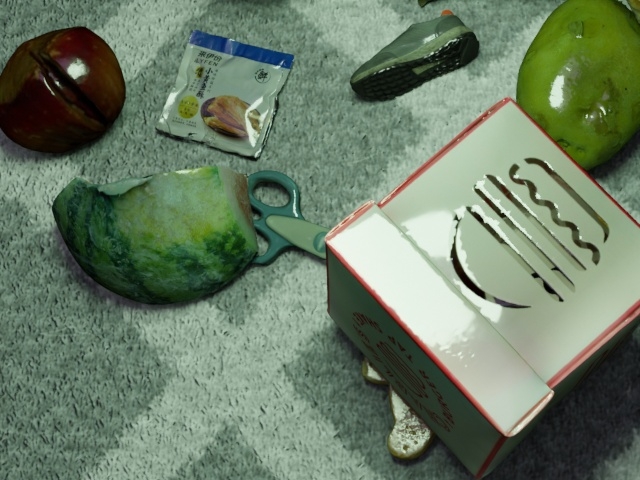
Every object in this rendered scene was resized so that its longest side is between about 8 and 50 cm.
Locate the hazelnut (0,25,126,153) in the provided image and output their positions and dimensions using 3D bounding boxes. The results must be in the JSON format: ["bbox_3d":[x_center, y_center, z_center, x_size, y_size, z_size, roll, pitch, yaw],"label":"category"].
[{"bbox_3d":[-0.385,-0.218,1.935,0.204,0.178,0.178,-42,70,2],"label":"hazelnut"}]

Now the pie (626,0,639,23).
[{"bbox_3d":[0.539,-0.393,1.752,0.315,0.092,0.315,0,82,3],"label":"pie"}]

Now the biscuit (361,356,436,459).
[{"bbox_3d":[0.133,0.170,1.775,0.153,0.030,0.234,-19,71,1],"label":"biscuit"}]

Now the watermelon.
[{"bbox_3d":[-0.253,-0.018,1.848,0.305,0.224,0.180,-9,33,17],"label":"watermelon"}]

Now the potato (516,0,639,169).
[{"bbox_3d":[0.364,-0.218,1.785,0.186,0.148,0.253,5,75,15],"label":"potato"}]

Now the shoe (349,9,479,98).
[{"bbox_3d":[0.129,-0.270,1.893,0.194,0.074,0.077,-23,59,1],"label":"shoe"}]

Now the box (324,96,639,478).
[{"bbox_3d":[0.211,0.066,1.619,0.300,0.312,0.314,-39,75,-11],"label":"box"}]

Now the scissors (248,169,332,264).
[{"bbox_3d":[0.000,0.000,1.847,0.289,0.041,0.138,22,84,17],"label":"scissors"}]

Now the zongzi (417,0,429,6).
[{"bbox_3d":[0.261,-0.399,1.818,0.274,0.125,0.251,-52,34,14],"label":"zongzi"}]

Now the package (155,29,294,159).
[{"bbox_3d":[-0.142,-0.219,1.949,0.171,0.027,0.173,15,80,15],"label":"package"}]
